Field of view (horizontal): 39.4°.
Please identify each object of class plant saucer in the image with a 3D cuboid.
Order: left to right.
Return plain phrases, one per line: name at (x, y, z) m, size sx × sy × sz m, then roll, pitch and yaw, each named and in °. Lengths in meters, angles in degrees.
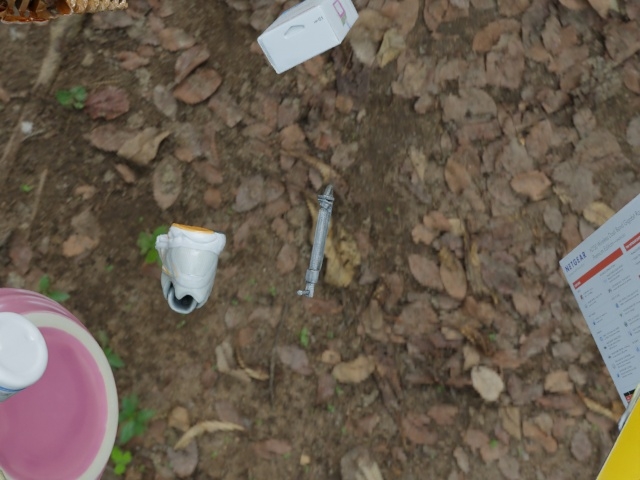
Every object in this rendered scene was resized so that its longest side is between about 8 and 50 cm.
plant saucer at (-0.383, 0.222, 1.173) m, size 0.084 × 0.332 × 0.332 m, roll -13°, pitch 114°, yaw 31°

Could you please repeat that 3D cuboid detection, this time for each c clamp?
c clamp at (0.000, 0.000, 1.182) m, size 0.022 × 0.137 × 0.161 m, roll 9°, pitch 83°, yaw 6°

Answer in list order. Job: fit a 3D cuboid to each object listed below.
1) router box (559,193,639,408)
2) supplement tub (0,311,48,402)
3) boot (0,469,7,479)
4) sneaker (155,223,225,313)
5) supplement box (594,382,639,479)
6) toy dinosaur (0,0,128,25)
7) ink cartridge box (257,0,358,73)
router box at (0.510, 0.102, 1.324) m, size 0.082 × 0.335 × 0.301 m, roll -17°, pitch 74°, yaw -13°
supplement tub at (-0.301, 0.114, 0.794) m, size 0.107 × 0.071 × 0.071 m, roll -28°, pitch 109°, yaw 30°
boot at (-0.238, 0.249, 0.694) m, size 0.203 × 0.095 × 0.262 m, roll 6°, pitch 117°, yaw 42°
sneaker at (-0.207, 0.051, 1.346) m, size 0.099 × 0.262 × 0.121 m, roll 11°, pitch 80°, yaw -9°
supplement box at (0.261, 0.238, 0.342) m, size 0.356 × 0.194 × 0.195 m, roll 22°, pitch 158°, yaw 38°
toy dinosaur at (-0.345, -0.264, 0.848) m, size 0.164 × 0.218 × 0.322 m, roll -40°, pitch 145°, yaw 13°
ink cartridge box at (-0.013, -0.255, 1.070) m, size 0.088 × 0.122 × 0.052 m, roll -22°, pitch 110°, yaw 24°
